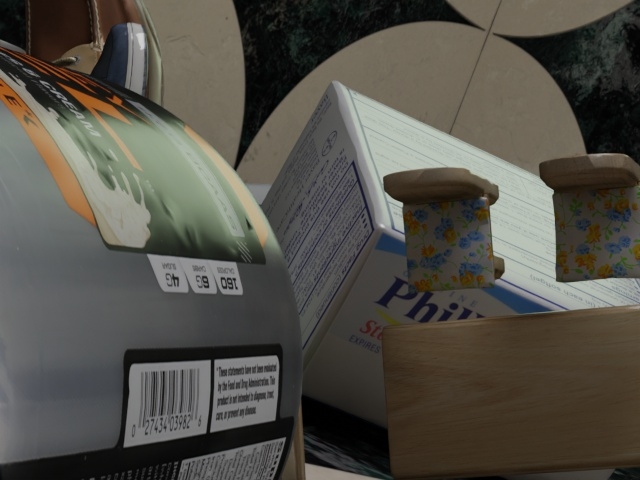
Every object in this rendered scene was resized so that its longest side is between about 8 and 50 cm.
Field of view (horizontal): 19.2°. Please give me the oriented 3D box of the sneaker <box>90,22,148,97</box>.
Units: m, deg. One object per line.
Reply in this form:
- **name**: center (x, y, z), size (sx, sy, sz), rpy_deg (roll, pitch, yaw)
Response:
- **sneaker**: center (-0.238, -0.089, 1.566), size (0.163, 0.226, 0.086), rpy_deg (17, -1, -14)

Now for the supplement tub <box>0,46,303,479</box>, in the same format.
- **supplement tub**: center (-0.119, 0.036, 0.530), size (0.194, 0.193, 0.316), rpy_deg (22, 3, 14)

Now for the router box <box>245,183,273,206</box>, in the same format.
- **router box**: center (0.000, 0.000, 1.821), size (0.335, 0.082, 0.301), rpy_deg (0, 7, -25)

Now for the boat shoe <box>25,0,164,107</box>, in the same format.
- **boat shoe**: center (-0.210, -0.118, 1.674), size (0.123, 0.324, 0.116), rpy_deg (-20, -8, 37)

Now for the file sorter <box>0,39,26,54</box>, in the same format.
- **file sorter**: center (-0.413, -0.136, 1.660), size (0.193, 0.173, 0.278), rpy_deg (24, 4, 31)

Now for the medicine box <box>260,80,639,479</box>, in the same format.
- **medicine box**: center (0.104, 0.037, 1.475), size (0.263, 0.149, 0.289), rpy_deg (24, 22, -17)

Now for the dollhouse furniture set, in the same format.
- **dollhouse furniture set**: center (0.043, 0.074, 0.880), size (0.242, 0.212, 0.161), rpy_deg (-6, -6, 16)
